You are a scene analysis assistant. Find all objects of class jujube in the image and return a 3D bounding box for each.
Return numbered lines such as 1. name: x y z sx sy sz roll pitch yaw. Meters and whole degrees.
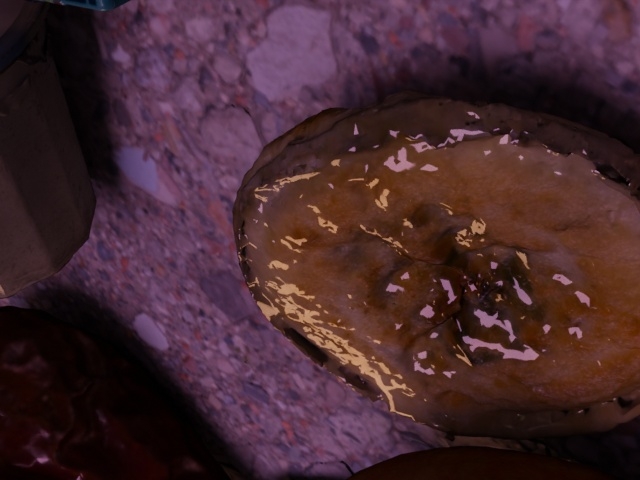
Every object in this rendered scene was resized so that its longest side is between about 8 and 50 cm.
1. jujube: -0.204 0.213 0.916 0.342 0.216 0.216 40 140 -6

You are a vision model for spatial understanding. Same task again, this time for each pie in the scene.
1. pie: 0.078 0.022 0.606 0.274 0.055 0.274 15 138 14

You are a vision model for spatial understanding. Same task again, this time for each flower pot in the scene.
1. flower pot: -0.254 -0.080 0.747 0.212 0.212 0.203 22 148 26

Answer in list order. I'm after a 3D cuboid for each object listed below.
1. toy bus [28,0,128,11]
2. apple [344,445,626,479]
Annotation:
1. toy bus: -0.138 -0.218 0.608 0.092 0.079 0.160 17 131 31
2. apple: 0.113 0.253 0.643 0.309 0.250 0.277 33 104 -11
